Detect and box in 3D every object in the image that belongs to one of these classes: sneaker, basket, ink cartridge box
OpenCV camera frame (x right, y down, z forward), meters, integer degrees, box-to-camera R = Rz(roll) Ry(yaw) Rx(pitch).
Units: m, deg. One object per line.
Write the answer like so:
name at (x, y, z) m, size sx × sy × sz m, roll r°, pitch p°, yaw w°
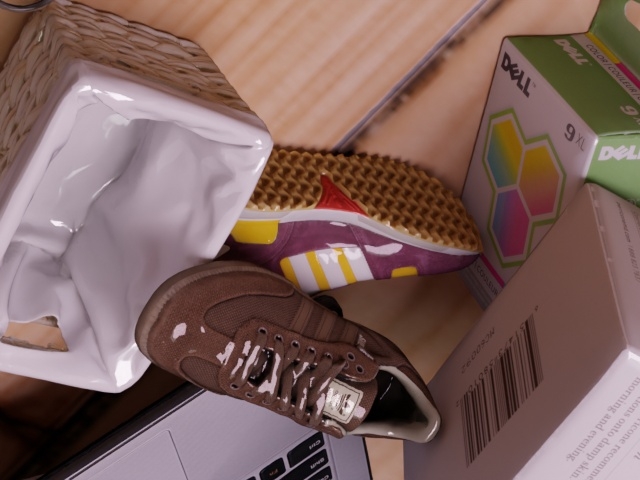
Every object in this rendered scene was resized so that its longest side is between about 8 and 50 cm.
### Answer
sneaker at (-0.007, 0.061, 0.839) m, size 0.188 × 0.071 × 0.066 m, roll 18°, pitch 101°, yaw -47°
basket at (-0.118, -0.024, 0.829) m, size 0.113 × 0.103 × 0.167 m, roll 16°, pitch 117°, yaw -33°
sneaker at (0.000, 0.000, 0.934) m, size 0.185 × 0.070 × 0.084 m, roll 10°, pitch 129°, yaw -24°
ink cartridge box at (0.139, -0.046, 0.928) m, size 0.062 × 0.109 × 0.209 m, roll -3°, pitch 127°, yaw -24°

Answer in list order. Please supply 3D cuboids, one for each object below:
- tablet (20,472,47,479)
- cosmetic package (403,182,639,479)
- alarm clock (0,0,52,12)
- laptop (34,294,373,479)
tablet at (-0.159, 0.172, 1.028) m, size 0.054 × 0.006 × 0.083 m, roll -12°, pitch 131°, yaw -16°
cosmetic package at (0.247, 0.152, 0.891) m, size 0.365 × 0.155 × 0.197 m, roll 27°, pitch 120°, yaw -17°
alarm clock at (-0.123, -0.183, 0.734) m, size 0.129 × 0.064 × 0.192 m, roll -4°, pitch 130°, yaw -23°
laptop at (-0.063, 0.311, 0.967) m, size 0.382 × 0.236 × 0.408 m, roll -33°, pitch 147°, yaw -16°
